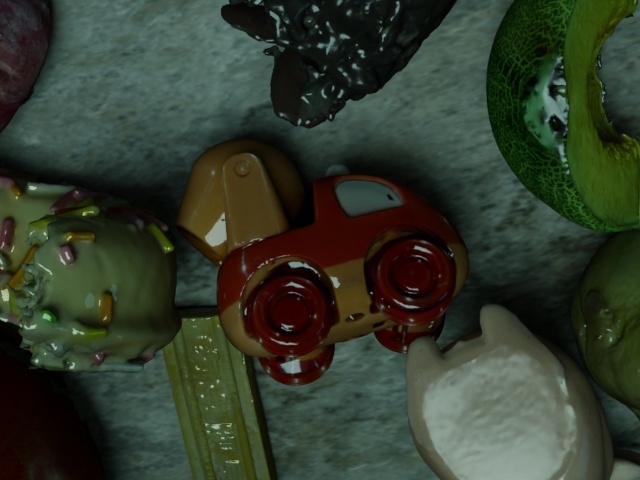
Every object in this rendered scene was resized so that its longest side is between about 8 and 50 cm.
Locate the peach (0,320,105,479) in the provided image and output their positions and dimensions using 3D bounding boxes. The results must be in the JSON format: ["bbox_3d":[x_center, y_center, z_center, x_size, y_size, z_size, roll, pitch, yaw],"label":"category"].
[{"bbox_3d":[-0.424,0.272,1.413,0.335,0.310,0.406,-27,108,25],"label":"peach"}]

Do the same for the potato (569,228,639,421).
[{"bbox_3d":[0.395,0.118,1.221,0.351,0.202,0.218,39,115,-7],"label":"potato"}]

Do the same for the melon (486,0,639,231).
[{"bbox_3d":[0.196,-0.130,1.140,0.129,0.169,0.265,6,106,35],"label":"melon"}]

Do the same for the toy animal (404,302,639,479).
[{"bbox_3d":[0.189,0.191,1.294,0.195,0.256,0.213,-31,73,10],"label":"toy animal"}]

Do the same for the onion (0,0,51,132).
[{"bbox_3d":[-0.410,-0.200,1.259,0.283,0.120,0.227,26,107,-11],"label":"onion"}]

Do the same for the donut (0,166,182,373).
[{"bbox_3d":[-0.294,0.014,1.268,0.371,0.307,0.150,16,94,24],"label":"donut"}]

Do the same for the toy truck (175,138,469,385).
[{"bbox_3d":[0.000,0.000,1.265,0.265,0.189,0.239,-14,73,-3],"label":"toy truck"}]

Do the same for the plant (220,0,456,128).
[{"bbox_3d":[0.014,-0.217,1.152,0.178,0.204,0.234,45,110,-7],"label":"plant"}]

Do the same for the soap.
[{"bbox_3d":[-0.110,0.188,1.455,0.092,0.037,0.252,-3,115,14],"label":"soap"}]
